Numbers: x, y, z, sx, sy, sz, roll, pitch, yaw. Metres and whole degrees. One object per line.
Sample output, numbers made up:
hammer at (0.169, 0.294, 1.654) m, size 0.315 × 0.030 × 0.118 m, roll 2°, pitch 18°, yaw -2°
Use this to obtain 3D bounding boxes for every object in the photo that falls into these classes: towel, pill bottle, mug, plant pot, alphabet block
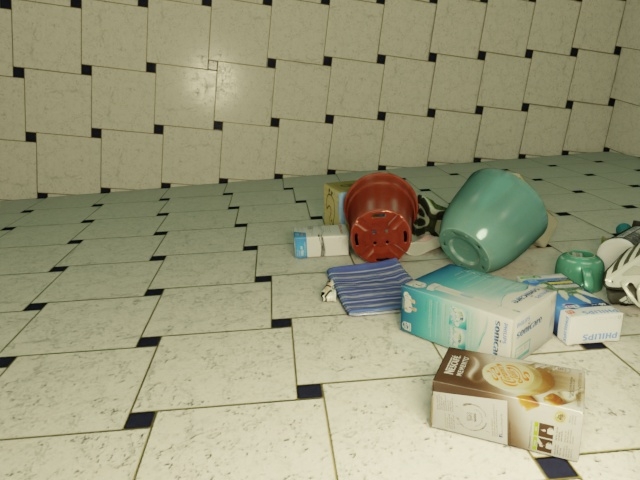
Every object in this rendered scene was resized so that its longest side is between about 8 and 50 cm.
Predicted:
towel at (0.162, 0.129, 1.619) m, size 0.243 × 0.040 × 0.336 m, roll -6°, pitch 18°, yaw -9°
pill bottle at (0.955, 0.029, 1.687) m, size 0.245 × 0.131 × 0.130 m, roll -16°, pitch 22°, yaw -39°
mug at (0.750, 0.087, 1.580) m, size 0.129 × 0.098 × 0.157 m, roll -9°, pitch 18°, yaw -21°
plant pot at (0.510, -0.037, 1.721) m, size 0.235 × 0.293 × 0.293 m, roll -43°, pitch 36°, yaw -22°
alphabet block at (0.132, -0.128, 2.199) m, size 0.193 × 0.193 × 0.197 m, roll -6°, pitch 17°, yaw -17°
plant pot at (0.207, -0.064, 1.904) m, size 0.272 × 0.273 × 0.265 m, roll 0°, pitch 25°, yaw 7°

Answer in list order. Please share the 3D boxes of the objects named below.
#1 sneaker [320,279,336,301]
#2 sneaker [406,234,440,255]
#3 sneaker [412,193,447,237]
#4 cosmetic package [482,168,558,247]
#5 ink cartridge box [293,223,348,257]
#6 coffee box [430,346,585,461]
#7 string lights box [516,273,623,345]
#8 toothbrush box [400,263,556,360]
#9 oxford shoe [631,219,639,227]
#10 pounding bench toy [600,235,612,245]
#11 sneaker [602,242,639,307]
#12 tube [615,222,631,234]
sneaker at (0.021, 0.144, 1.587) m, size 0.043 × 0.040 × 0.109 m, roll -5°, pitch 17°, yaw -3°
sneaker at (0.352, 0.016, 1.931) m, size 0.134 × 0.051 × 0.070 m, roll -16°, pitch 12°, yaw -4°
sneaker at (0.472, -0.059, 2.074) m, size 0.182 × 0.158 × 0.410 m, roll 9°, pitch 17°, yaw -19°
cosmetic package at (0.668, -0.110, 1.911) m, size 0.309 × 0.113 × 0.160 m, roll 36°, pitch -8°, yaw -36°
ink cartridge box at (0.000, 0.000, 1.980) m, size 0.190 × 0.082 × 0.140 m, roll -2°, pitch 18°, yaw -3°
coffee box at (0.335, 0.285, 0.994) m, size 0.246 × 0.098 × 0.141 m, roll 6°, pitch 19°, yaw 24°
string lights box at (0.607, 0.165, 1.380) m, size 0.133 × 0.077 × 0.260 m, roll -3°, pitch 17°, yaw -8°
toothbrush box at (0.371, 0.168, 1.318) m, size 0.295 × 0.126 × 0.216 m, roll 14°, pitch 22°, yaw 43°
oxford shoe at (1.126, 0.008, 1.832) m, size 0.227 × 0.096 × 0.083 m, roll 16°, pitch 3°, yaw -2°
pounding bench toy at (0.980, 0.022, 1.835) m, size 0.065 × 0.052 × 0.083 m, roll 0°, pitch 17°, yaw 5°
sneaker at (0.852, 0.153, 1.339) m, size 0.257 × 0.169 × 0.448 m, roll -35°, pitch 23°, yaw 33°
tube at (1.061, -0.014, 1.922) m, size 0.052 × 0.080 × 0.207 m, roll -28°, pitch 0°, yaw 28°
